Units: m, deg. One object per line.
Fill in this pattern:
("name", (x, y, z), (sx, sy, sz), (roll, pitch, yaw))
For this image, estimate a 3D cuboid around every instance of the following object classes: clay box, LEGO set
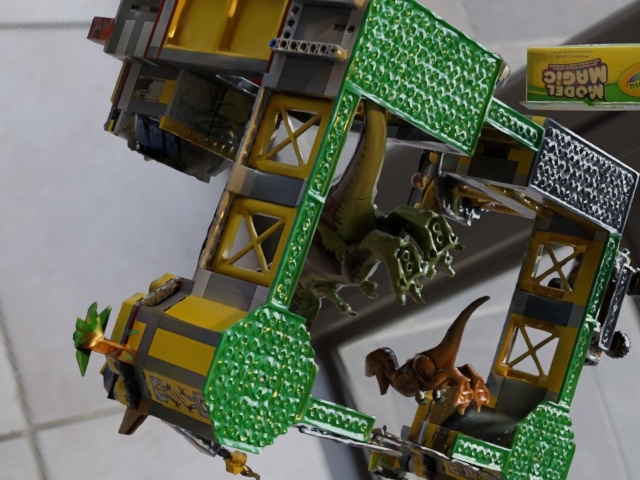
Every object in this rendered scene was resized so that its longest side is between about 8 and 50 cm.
("clay box", (0.248, -0.131, 1.143), (0.222, 0.127, 0.053), (-13, 104, -65))
("LEGO set", (0.000, 0.000, 0.722), (0.331, 0.192, 0.255), (11, 92, -47))
